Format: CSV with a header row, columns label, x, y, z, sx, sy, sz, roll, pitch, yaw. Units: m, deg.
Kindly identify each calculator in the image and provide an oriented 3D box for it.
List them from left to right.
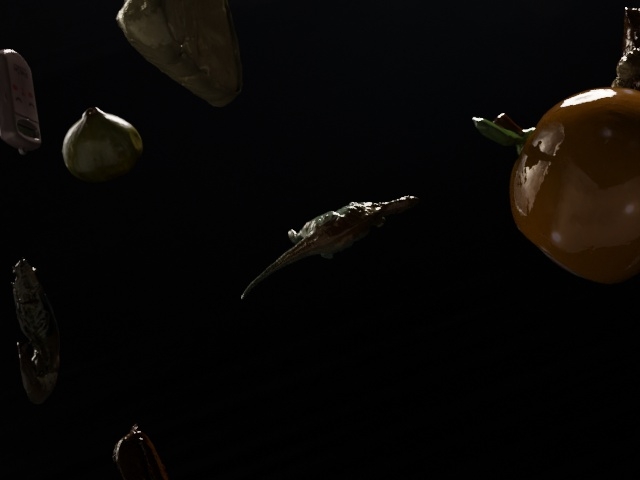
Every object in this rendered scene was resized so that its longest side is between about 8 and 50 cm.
label,x,y,z,sx,sy,sz,roll,pitch,yaw
calculator,-0.491,-0.222,1.670,0.100,0.032,0.175,23,55,-76

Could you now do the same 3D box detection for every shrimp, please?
label,x,y,z,sx,sy,sz,roll,pitch,yaw
shrimp,-0.434,0.141,1.569,0.144,0.052,0.251,-91,174,-54

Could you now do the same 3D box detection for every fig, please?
label,x,y,z,sx,sy,sz,roll,pitch,yaw
fig,-0.380,-0.161,1.812,0.121,0.136,0.153,60,-30,4

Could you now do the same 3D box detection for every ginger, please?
label,x,y,z,sx,sy,sz,roll,pitch,yaw
ginger,0.660,-0.393,2.115,0.052,0.176,0.193,30,-54,35

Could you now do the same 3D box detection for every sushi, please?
label,x,y,z,sx,sy,sz,roll,pitch,yaw
sushi,-0.213,0.276,1.241,0.120,0.052,0.055,59,-19,18

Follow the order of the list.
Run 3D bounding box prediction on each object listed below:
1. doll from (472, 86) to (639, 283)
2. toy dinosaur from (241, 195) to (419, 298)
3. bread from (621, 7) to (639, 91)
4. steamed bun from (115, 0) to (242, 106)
label,x,y,z,sx,sy,sz,roll,pitch,yaw
doll,0.274,-0.078,1.091,0.236,0.213,0.213,33,-18,8
toy dinosaur,0.000,0.000,1.995,0.205,0.392,0.092,-22,-89,62
bread,0.772,-0.414,2.395,0.246,0.135,0.232,35,50,-61
steamed bun,-0.194,-0.290,1.334,0.212,0.110,0.231,-10,93,-69
